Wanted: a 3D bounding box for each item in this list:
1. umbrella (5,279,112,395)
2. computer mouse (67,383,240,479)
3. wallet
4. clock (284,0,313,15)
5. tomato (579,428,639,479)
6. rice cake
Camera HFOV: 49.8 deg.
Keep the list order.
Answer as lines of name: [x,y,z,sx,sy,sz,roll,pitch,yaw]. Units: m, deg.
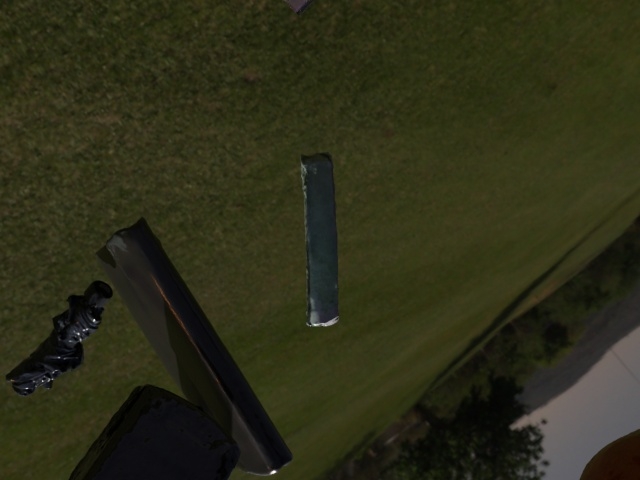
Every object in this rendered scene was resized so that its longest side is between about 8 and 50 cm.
umbrella: [-0.386,0.153,1.056,0.224,0.071,0.080,-49,169,16]
computer mouse: [-0.225,0.320,0.845,0.100,0.170,0.269,-32,-159,53]
wallet: [-0.199,0.167,1.038,0.062,0.406,0.228,-34,-175,-27]
clock: [0.007,-0.449,1.051,0.147,0.071,0.192,-34,-155,40]
tomato: [0.320,0.285,0.606,0.260,0.259,0.180,-28,-161,-30]
rice cake: [0.000,0.000,0.828,0.043,0.210,0.034,-3,-174,-7]
